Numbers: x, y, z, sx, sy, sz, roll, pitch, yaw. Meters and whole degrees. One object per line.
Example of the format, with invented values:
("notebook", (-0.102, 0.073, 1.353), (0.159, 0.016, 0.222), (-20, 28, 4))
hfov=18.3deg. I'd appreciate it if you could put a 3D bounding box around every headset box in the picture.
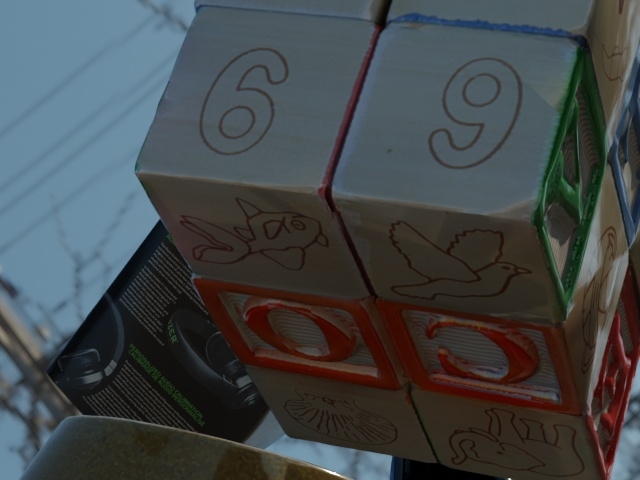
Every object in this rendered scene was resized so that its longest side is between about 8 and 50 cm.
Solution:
("headset box", (0.000, 0.000, 1.261), (0.283, 0.131, 0.246), (-51, -11, 32))

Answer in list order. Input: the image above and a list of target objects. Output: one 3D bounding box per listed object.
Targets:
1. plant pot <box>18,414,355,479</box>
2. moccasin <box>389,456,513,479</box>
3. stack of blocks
("plant pot", (-0.064, 0.195, 0.654), (0.237, 0.237, 0.254), (38, -118, -61))
("moccasin", (0.058, 0.183, 0.962), (0.137, 0.342, 0.117), (-27, -72, 7))
("stack of blocks", (0.053, -0.112, 0.483), (0.171, 0.087, 0.297), (64, -141, -55))
